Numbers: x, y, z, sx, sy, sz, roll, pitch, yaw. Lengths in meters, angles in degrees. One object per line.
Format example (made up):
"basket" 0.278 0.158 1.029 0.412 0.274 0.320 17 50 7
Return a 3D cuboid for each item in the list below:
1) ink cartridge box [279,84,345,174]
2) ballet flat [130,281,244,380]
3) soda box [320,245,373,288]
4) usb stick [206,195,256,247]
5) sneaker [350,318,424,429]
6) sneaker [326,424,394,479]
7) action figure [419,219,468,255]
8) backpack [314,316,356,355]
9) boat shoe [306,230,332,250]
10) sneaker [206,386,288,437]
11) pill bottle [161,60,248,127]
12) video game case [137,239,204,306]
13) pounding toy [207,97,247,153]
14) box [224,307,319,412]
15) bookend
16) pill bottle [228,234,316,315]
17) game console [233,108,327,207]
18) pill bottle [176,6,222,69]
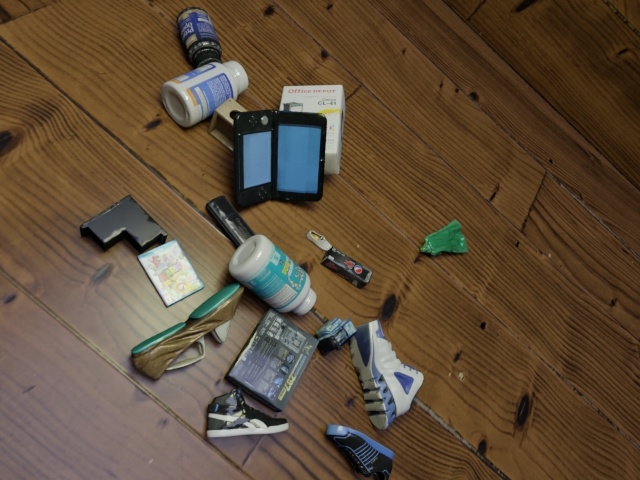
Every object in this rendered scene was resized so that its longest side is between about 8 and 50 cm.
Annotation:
"ink cartridge box" -0.036 -0.393 1.525 0.227 0.131 0.305 2 65 7
"ballet flat" -0.330 0.250 1.161 0.342 0.116 0.124 -36 106 -33
"soda box" 0.088 0.092 1.455 0.169 0.060 0.053 33 56 -8
"usb stick" -0.251 -0.023 1.351 0.278 0.045 0.077 51 50 3
"sneaker" 0.214 0.402 1.351 0.183 0.127 0.315 -5 77 -32
"sneaker" 0.109 0.605 1.220 0.232 0.081 0.090 32 51 -12
"action figure" 0.470 0.008 1.678 0.232 0.063 0.137 -15 77 -35
"backpack" 0.048 0.283 1.323 0.114 0.105 0.084 -28 83 -38
"boat shoe" 0.000 0.000 1.468 0.100 0.035 0.035 37 57 -7
"sneaker" -0.189 0.451 1.145 0.217 0.079 0.121 5 67 -22
"pill bottle" -0.376 -0.500 1.442 0.152 0.152 0.272 48 56 1
"video game case" -0.425 0.091 1.232 0.119 0.015 0.166 -29 82 -33
"pounding toy" -0.247 -0.368 1.427 0.206 0.181 0.094 39 56 -6
"box" -0.134 0.339 1.235 0.184 0.059 0.232 35 56 -7
"bookend" -0.539 -0.017 1.190 0.157 0.072 0.156 46 57 -2
"pill bottle" -0.129 0.113 1.265 0.264 0.146 0.146 44 53 -30
"game console" -0.124 -0.249 1.345 0.174 0.292 0.250 17 26 31
"pill bottle" -0.421 -0.697 1.526 0.123 0.123 0.219 -13 73 -30
